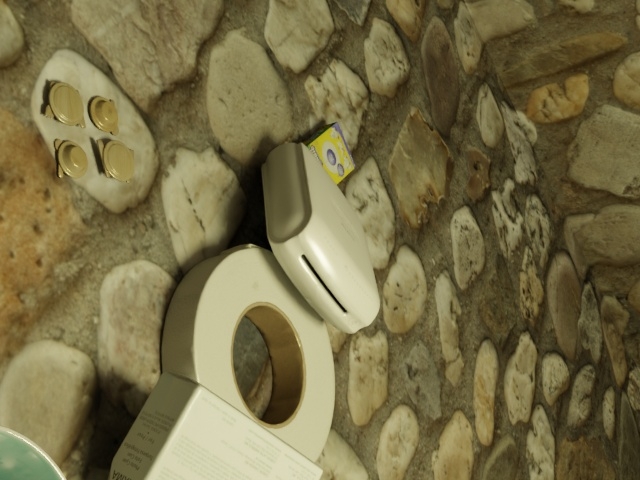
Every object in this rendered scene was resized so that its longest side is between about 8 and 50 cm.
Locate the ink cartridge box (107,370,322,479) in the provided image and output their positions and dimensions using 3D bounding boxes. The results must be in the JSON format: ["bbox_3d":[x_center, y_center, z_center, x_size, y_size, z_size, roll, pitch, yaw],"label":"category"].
[{"bbox_3d":[-0.193,0.419,1.462,0.308,0.091,0.385,44,70,-41],"label":"ink cartridge box"}]

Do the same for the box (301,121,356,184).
[{"bbox_3d":[0.002,-0.155,2.054,0.179,0.043,0.105,-45,116,-53],"label":"box"}]

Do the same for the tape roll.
[{"bbox_3d":[-0.107,0.205,1.713,0.392,0.072,0.392,29,55,-50],"label":"tape roll"}]

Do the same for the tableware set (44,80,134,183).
[{"bbox_3d":[-0.337,-0.155,1.535,0.168,0.020,0.141,5,72,-56],"label":"tableware set"}]

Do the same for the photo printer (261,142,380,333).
[{"bbox_3d":[0.000,0.000,1.834,0.256,0.107,0.307,53,16,-31],"label":"photo printer"}]

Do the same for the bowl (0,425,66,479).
[{"bbox_3d":[-0.409,0.351,1.086,0.311,0.163,0.312,28,56,-52],"label":"bowl"}]
